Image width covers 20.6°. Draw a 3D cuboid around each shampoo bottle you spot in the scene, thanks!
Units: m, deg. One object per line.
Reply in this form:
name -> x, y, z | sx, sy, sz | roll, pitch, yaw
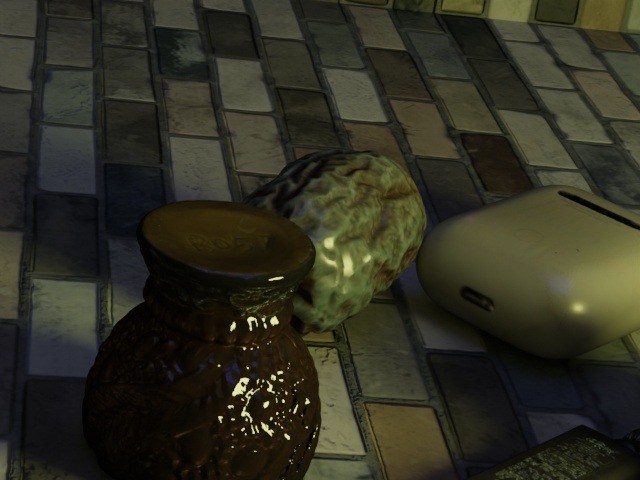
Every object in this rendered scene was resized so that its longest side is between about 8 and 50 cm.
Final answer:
shampoo bottle -> 0.276, 0.265, 1.950 | 0.098, 0.071, 0.309 | 27, 29, 36

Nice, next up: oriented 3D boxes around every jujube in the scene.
jujube -> 0.000, 0.000, 2.264 | 0.226, 0.226, 0.317 | 20, 32, 22

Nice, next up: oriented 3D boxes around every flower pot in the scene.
flower pot -> -0.119, 0.112, 1.911 | 0.267, 0.267, 0.266 | 7, 24, -3

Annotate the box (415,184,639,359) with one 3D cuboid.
box -> 0.319, 0.037, 2.379 | 0.289, 0.141, 0.349 | 26, 30, 37
